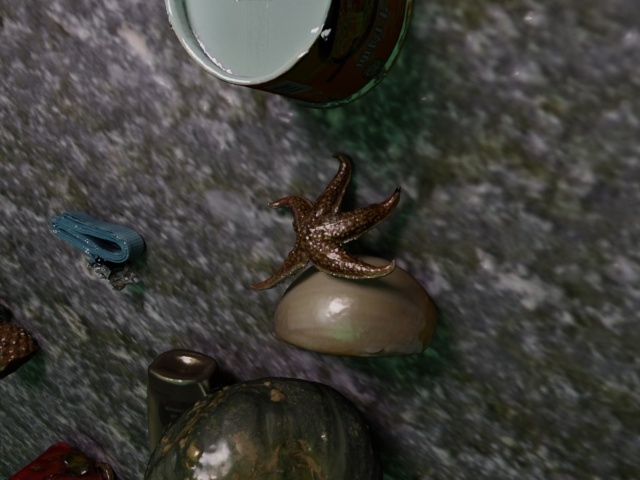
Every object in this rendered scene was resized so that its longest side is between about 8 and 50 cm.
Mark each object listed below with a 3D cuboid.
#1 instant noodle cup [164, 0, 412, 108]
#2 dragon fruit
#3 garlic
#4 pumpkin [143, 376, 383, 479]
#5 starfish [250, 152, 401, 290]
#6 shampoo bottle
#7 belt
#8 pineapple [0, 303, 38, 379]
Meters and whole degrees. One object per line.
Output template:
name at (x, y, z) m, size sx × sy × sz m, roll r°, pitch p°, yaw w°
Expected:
instant noodle cup at (-0.036, -0.251, 0.442) m, size 0.230 × 0.182 × 0.231 m, roll 8°, pitch 112°, yaw 21°
dragon fruit at (-0.593, 0.632, 0.976) m, size 0.269 × 0.250 × 0.291 m, roll -41°, pitch 84°, yaw 11°
garlic at (0.031, 0.103, 0.588) m, size 0.244 × 0.146 × 0.164 m, roll -7°, pitch 137°, yaw 27°
pumpkin at (-0.083, 0.345, 0.610) m, size 0.327 × 0.257 × 0.292 m, roll 9°, pitch 115°, yaw -24°
starfish at (-0.004, -0.004, 0.543) m, size 0.238 × 0.057 × 0.213 m, roll -41°, pitch 48°, yaw 8°
shampoo bottle at (-0.238, 0.362, 0.757) m, size 0.125 × 0.084 × 0.350 m, roll 10°, pitch 111°, yaw 9°
belt at (-0.401, 0.008, 0.765) m, size 0.179 × 0.065 × 0.100 m, roll 22°, pitch 108°, yaw 17°
pineapple at (-0.755, 0.169, 0.945) m, size 0.277 × 0.119 × 0.130 m, roll 47°, pitch 138°, yaw 3°
